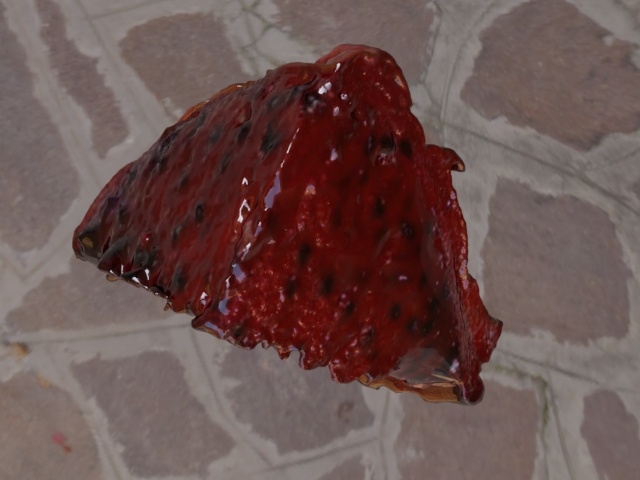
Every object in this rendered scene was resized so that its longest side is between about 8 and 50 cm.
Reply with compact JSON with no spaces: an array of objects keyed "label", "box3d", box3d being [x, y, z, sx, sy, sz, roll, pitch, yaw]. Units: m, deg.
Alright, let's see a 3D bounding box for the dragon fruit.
[{"label":"dragon fruit","box3d":[0.003,-0.010,0.828,0.329,0.286,0.228,24,84,-35]}]
